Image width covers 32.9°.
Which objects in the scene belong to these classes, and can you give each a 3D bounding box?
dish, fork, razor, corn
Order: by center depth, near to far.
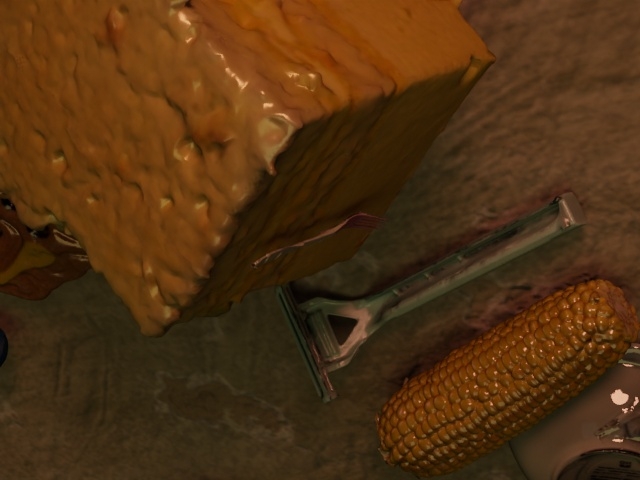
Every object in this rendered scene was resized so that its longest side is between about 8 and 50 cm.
[{"bbox_3d":[-0.001,-0.001,0.645,0.012,0.115,0.016,51,133,21],"label":"fork"},{"bbox_3d":[0.092,0.034,0.898,0.277,0.056,0.111,-28,80,25],"label":"razor"},{"bbox_3d":[0.152,0.121,0.921,0.260,0.091,0.091,-41,87,33],"label":"corn"},{"bbox_3d":[0.274,0.198,0.955,0.246,0.078,0.224,16,129,2],"label":"dish"}]

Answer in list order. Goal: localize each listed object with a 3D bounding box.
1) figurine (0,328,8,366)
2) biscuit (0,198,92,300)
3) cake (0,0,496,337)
[{"bbox_3d":[-0.464,0.059,1.026,0.338,0.205,0.284,10,123,-8],"label":"figurine"},{"bbox_3d":[-0.221,-0.042,0.926,0.295,0.044,0.186,-23,121,30],"label":"biscuit"},{"bbox_3d":[-0.042,-0.106,0.699,0.222,0.286,0.227,48,133,15],"label":"cake"}]
